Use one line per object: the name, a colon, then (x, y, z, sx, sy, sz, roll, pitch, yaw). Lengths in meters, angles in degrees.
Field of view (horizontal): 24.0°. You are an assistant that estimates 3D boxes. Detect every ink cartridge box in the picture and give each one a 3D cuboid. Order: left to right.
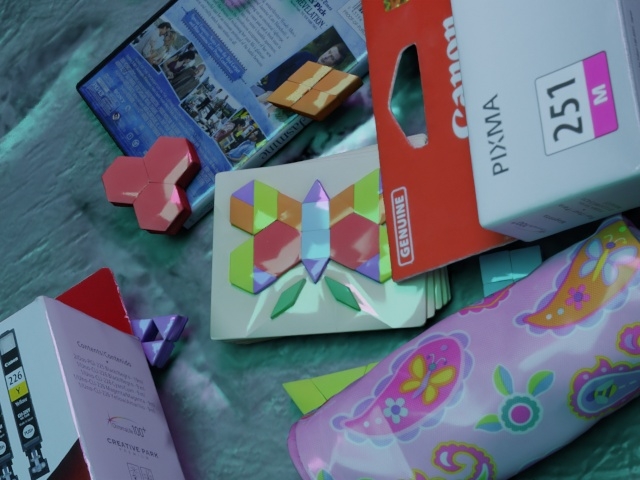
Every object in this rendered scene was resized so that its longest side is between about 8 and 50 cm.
ink cartridge box: (-0.267, 0.183, 1.101, 0.309, 0.130, 0.272, -31, 60, 16)
ink cartridge box: (0.111, -0.132, 1.026, 0.239, 0.060, 0.275, -20, 67, 37)

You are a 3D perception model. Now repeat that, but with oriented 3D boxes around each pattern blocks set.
pattern blocks set: (0.000, 0.000, 1.121, 0.325, 0.026, 0.285, -20, 68, 13)

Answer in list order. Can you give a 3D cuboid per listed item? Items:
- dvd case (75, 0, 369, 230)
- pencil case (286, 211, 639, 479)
dvd case: (-0.064, -0.151, 1.230, 0.253, 0.022, 0.180, -41, 58, 4)
pencil case: (0.116, 0.101, 0.995, 0.284, 0.124, 0.124, -34, 60, 8)
